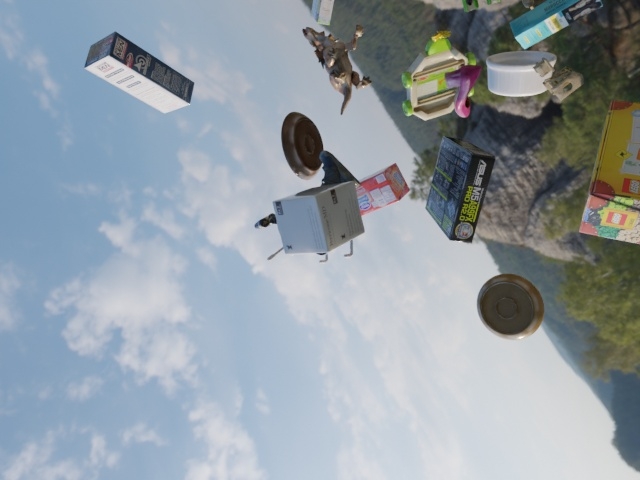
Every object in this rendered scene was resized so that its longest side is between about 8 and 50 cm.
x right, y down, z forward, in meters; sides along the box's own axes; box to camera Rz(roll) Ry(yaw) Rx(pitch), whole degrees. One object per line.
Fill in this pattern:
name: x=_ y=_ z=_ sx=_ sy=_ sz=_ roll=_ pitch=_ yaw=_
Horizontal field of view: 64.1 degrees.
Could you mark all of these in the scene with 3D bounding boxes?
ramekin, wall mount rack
ramekin: x=0.848 y=-0.713 z=2.181 sx=0.277 sy=0.278 sz=0.135 roll=-92 pitch=-3 yaw=-60
wall mount rack: x=-0.042 y=0.028 z=2.176 sx=0.304 sy=0.350 sz=0.130 roll=8 pitch=-103 yaw=-31

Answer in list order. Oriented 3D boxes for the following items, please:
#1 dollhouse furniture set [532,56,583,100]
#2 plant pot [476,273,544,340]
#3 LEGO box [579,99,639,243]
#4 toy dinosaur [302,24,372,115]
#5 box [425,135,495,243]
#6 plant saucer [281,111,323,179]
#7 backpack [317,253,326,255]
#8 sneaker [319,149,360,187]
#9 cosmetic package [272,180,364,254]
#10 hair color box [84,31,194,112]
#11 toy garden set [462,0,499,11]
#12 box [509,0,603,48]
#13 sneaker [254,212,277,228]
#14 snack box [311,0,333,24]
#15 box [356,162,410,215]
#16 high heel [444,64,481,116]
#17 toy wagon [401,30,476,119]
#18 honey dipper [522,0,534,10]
dollhouse furniture set: x=0.849 y=-0.619 z=1.857 sx=0.161 sy=0.101 sz=0.182 roll=44 pitch=-154 yaw=-14
plant pot: x=0.655 y=0.234 z=1.790 sx=0.032 sy=0.236 sz=0.236 roll=-2 pitch=-123 yaw=-51
LEGO box: x=1.116 y=-0.226 z=1.698 sx=0.500 sy=0.373 sz=0.193 roll=-59 pitch=-30 yaw=-31
toy dinosaur: x=0.054 y=-0.533 z=1.581 sx=0.200 sy=0.127 sz=0.295 roll=-173 pitch=68 yaw=-70
box: x=0.349 y=-0.139 z=1.311 sx=0.060 sy=0.216 sz=0.270 roll=8 pitch=-161 yaw=-4
plant saucer: x=-0.067 y=-0.426 z=2.286 sx=0.311 sy=0.050 sz=0.310 roll=16 pitch=-109 yaw=-55
backpack: x=0.000 y=0.000 z=1.968 sx=0.114 sy=0.105 sz=0.084 roll=40 pitch=-178 yaw=10
sneaker: x=0.030 y=-0.221 z=1.767 sx=0.087 sy=0.130 sz=0.227 roll=40 pitch=-169 yaw=-51
cosmetic package: x=-0.002 y=-0.061 z=1.366 sx=0.184 sy=0.152 sz=0.151 roll=-28 pitch=-72 yaw=-49
hair color box: x=-0.666 y=-0.615 z=1.907 sx=0.347 sy=0.174 sz=0.105 roll=25 pitch=-113 yaw=-48
toy garden set: x=0.506 y=-0.778 z=1.440 sx=0.203 sy=0.245 sz=0.049 roll=61 pitch=-149 yaw=-35
box: x=0.725 y=-0.697 z=1.578 sx=0.101 sy=0.244 sz=0.060 roll=9 pitch=-116 yaw=-50
sneaker: x=-0.233 y=-0.079 z=2.179 sx=0.135 sy=0.058 sz=0.052 roll=-21 pitch=-90 yaw=-55
snack box: x=0.007 y=-0.638 z=1.357 sx=0.037 sy=0.100 sz=0.141 roll=6 pitch=-149 yaw=-13
box: x=0.242 y=-0.223 z=2.381 sx=0.142 sy=0.300 sz=0.154 roll=-39 pitch=-78 yaw=-47
high heel: x=0.502 y=-0.498 z=1.713 sx=0.244 sy=0.117 sz=0.082 roll=45 pitch=-133 yaw=-51
toy wagon: x=0.423 y=-0.599 z=1.840 sx=0.344 sy=0.268 sz=0.068 roll=77 pitch=172 yaw=-48
honey dipper: x=0.694 y=-0.766 z=1.682 sx=0.161 sy=0.030 sz=0.030 roll=-7 pitch=-117 yaw=-58
